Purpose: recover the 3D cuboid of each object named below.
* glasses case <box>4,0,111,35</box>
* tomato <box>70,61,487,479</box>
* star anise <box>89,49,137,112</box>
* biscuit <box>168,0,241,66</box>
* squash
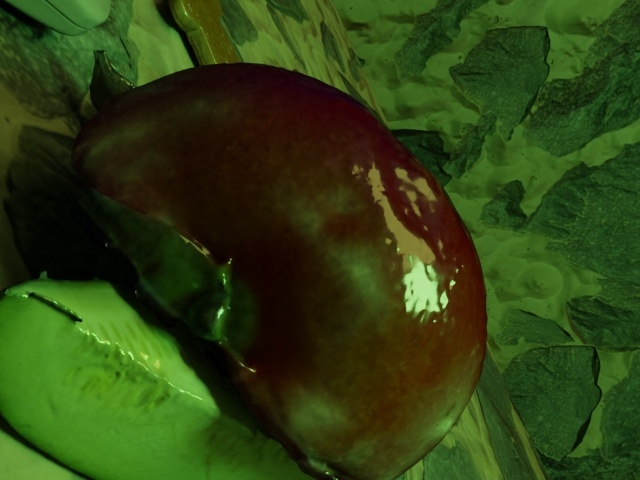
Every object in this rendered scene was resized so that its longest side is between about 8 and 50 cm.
[{"bbox_3d":[-0.252,-0.254,0.577,0.297,0.075,0.113,38,32,-59],"label":"glasses case"},{"bbox_3d":[0.000,-0.006,0.592,0.335,0.176,0.289,50,8,-2],"label":"tomato"},{"bbox_3d":[-0.159,-0.094,0.675,0.124,0.056,0.129,-86,163,-65],"label":"star anise"},{"bbox_3d":[-0.154,-0.275,1.027,0.165,0.036,0.250,-73,140,-69],"label":"biscuit"},{"bbox_3d":[-0.101,0.113,0.486,0.169,0.093,0.252,55,10,13],"label":"squash"}]
